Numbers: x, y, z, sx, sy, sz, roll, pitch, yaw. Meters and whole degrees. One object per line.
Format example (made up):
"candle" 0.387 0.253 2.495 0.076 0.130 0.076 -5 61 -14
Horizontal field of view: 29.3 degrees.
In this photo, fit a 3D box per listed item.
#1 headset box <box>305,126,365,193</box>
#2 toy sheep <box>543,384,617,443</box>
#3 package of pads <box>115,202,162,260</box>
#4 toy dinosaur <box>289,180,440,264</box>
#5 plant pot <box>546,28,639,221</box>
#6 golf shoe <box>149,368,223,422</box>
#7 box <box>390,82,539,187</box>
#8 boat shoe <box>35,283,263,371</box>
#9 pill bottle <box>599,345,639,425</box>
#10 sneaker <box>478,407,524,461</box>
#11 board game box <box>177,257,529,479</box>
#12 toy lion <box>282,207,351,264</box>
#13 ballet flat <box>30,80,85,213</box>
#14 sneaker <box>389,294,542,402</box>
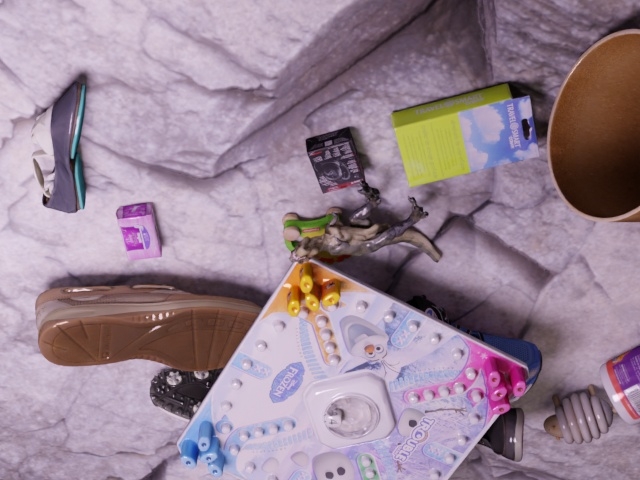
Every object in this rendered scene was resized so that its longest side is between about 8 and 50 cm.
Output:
"headset box" 0.022 -0.103 1.630 0.062 0.032 0.083 -16 132 9
"toy sheep" 0.423 0.283 1.971 0.132 0.091 0.091 -21 130 13
"package of pads" -0.250 -0.011 1.686 0.050 0.032 0.083 -8 132 0
"toy dinosaur" 0.077 -0.017 1.670 0.268 0.064 0.118 0 137 -33
"plant pot" 0.460 -0.121 1.549 0.254 0.237 0.237 10 131 -32
"golf shoe" -0.136 0.270 1.901 0.272 0.105 0.120 10 137 -13
"box" 0.190 -0.139 1.607 0.178 0.042 0.109 -14 132 6
"boat shoe" -0.232 0.107 1.743 0.341 0.110 0.122 4 125 -22
"pill bottle" 0.542 0.199 1.894 0.193 0.108 0.108 -30 127 19
"sneaker" 0.242 0.290 1.890 0.118 0.222 0.083 3 91 -4
"board game box" 0.044 0.257 1.785 0.390 0.050 0.390 27 115 -14
"toy lion" 0.000 0.000 1.723 0.100 0.034 0.096 -7 139 1
"ballet flat" -0.335 -0.116 1.563 0.074 0.074 0.203 3 133 -8
"sneaker" 0.173 0.167 1.819 0.330 0.130 0.147 3 133 -8
